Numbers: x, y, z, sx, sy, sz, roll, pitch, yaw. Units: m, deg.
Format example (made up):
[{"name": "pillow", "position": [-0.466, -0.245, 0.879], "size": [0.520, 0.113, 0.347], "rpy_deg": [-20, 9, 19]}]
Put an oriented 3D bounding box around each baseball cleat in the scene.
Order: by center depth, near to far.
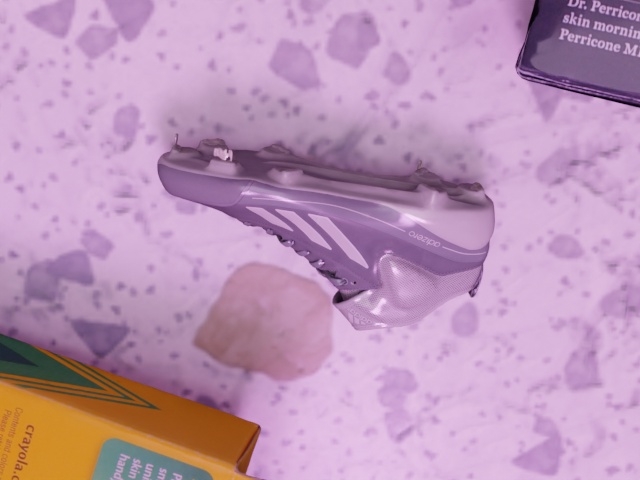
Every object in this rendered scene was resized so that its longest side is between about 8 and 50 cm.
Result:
[{"name": "baseball cleat", "position": [0.000, 0.000, 0.782], "size": [0.206, 0.072, 0.109], "rpy_deg": [9, 109, -1]}]

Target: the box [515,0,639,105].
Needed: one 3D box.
[{"name": "box", "position": [0.302, -0.193, 0.646], "size": [0.343, 0.179, 0.312], "rpy_deg": [15, 99, 9]}]

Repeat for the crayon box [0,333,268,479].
[{"name": "crayon box", "position": [-0.173, 0.177, 0.784], "size": [0.323, 0.083, 0.203], "rpy_deg": [19, 102, 4]}]
